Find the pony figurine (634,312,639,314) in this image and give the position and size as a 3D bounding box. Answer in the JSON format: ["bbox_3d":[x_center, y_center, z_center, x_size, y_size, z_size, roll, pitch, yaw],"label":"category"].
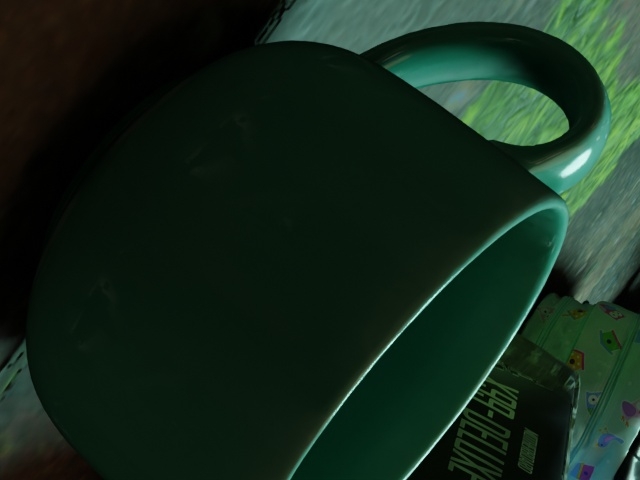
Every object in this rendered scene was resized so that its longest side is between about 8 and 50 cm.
[{"bbox_3d":[0.335,0.116,1.328,0.351,0.303,0.363,-15,156,-50],"label":"pony figurine"}]

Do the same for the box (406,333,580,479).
[{"bbox_3d":[0.008,0.207,0.812,0.307,0.076,0.242,-59,180,21],"label":"box"}]

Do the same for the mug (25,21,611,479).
[{"bbox_3d":[-0.005,0.008,0.450,0.158,0.097,0.129,-33,155,-48],"label":"mug"}]

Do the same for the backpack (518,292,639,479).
[{"bbox_3d":[0.160,0.103,1.027,0.182,0.115,0.152,54,56,-78],"label":"backpack"}]
